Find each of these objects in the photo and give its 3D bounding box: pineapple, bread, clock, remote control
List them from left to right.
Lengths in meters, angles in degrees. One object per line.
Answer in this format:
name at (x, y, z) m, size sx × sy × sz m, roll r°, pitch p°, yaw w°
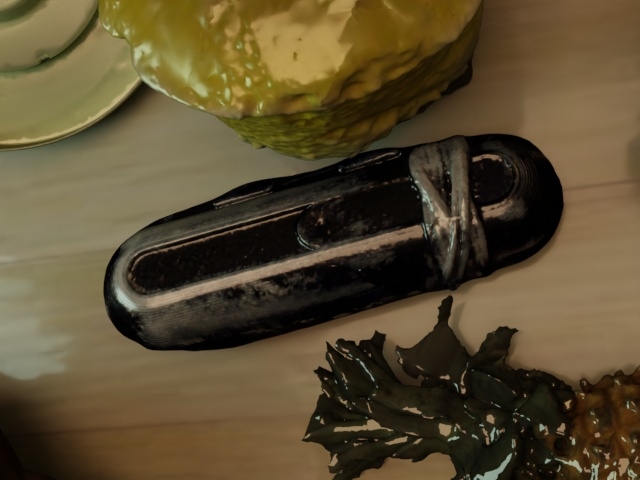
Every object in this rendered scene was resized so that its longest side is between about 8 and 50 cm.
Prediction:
clock at (-0.199, -0.169, 0.572) m, size 0.234 × 0.029 × 0.235 m, roll -1°, pitch 101°, yaw -5°
bread at (-0.005, -0.129, 0.489) m, size 0.197 × 0.170 × 0.197 m, roll -3°, pitch 72°, yaw 11°
remote control at (0.000, 0.000, 0.530) m, size 0.265 × 0.066 × 0.090 m, roll -16°, pitch 81°, yaw 13°
pineapple at (0.110, 0.099, 0.478) m, size 0.251 × 0.125 × 0.125 m, roll 8°, pitch 86°, yaw 26°

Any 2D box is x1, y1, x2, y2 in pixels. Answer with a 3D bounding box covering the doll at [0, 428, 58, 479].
doll at (-0.286, 0.230, 0.508) m, size 0.318 × 0.209 × 0.340 m, roll 37°, pitch 99°, yaw 26°
